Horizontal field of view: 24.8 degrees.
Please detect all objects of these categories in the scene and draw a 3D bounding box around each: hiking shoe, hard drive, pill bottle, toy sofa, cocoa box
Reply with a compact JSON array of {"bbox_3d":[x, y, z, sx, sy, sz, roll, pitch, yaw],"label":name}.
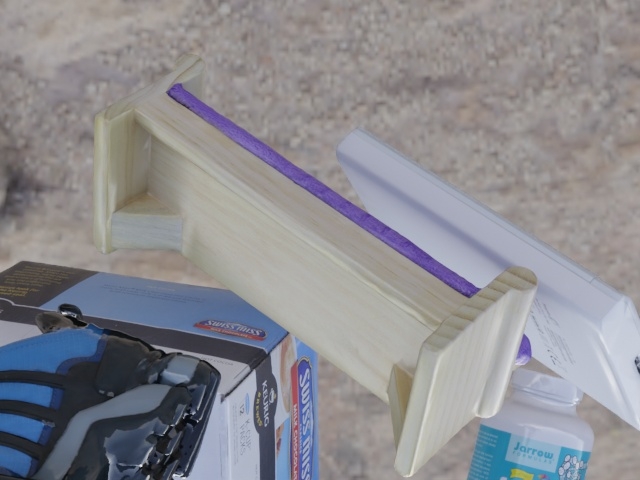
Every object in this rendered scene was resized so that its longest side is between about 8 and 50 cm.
[{"bbox_3d":[-0.182,0.132,0.777,0.132,0.304,0.113,25,117,20],"label":"hiking shoe"},{"bbox_3d":[0.156,0.033,1.258,0.040,0.307,0.203,-46,141,-10],"label":"hard drive"},{"bbox_3d":[0.261,0.298,1.845,0.146,0.264,0.146,13,178,1],"label":"pill bottle"},{"bbox_3d":[0.000,0.000,1.150,0.362,0.177,0.150,35,140,25],"label":"toy sofa"},{"bbox_3d":[-0.197,0.175,1.404,0.347,0.228,0.231,7,111,20],"label":"cocoa box"}]
